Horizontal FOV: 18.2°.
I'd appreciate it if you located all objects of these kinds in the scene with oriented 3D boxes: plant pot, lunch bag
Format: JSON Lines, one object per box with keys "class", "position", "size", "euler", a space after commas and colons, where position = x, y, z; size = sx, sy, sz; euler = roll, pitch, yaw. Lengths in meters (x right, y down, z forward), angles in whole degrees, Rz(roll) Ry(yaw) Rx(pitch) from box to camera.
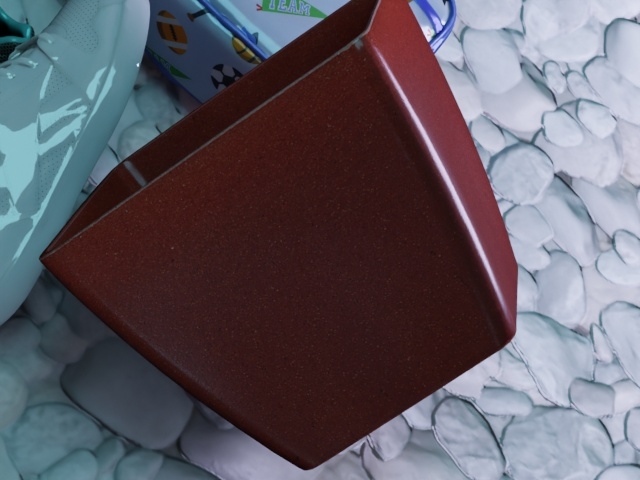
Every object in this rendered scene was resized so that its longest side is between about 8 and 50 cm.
{"class": "plant pot", "position": [0.000, 0.000, 1.412], "size": [0.236, 0.267, 0.267], "euler": [54, 14, -9]}
{"class": "lunch bag", "position": [-0.044, -0.225, 1.640], "size": [0.303, 0.115, 0.243], "euler": [46, 53, -6]}

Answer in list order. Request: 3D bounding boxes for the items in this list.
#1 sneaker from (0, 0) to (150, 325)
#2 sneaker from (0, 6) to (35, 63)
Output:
{"class": "sneaker", "position": [-0.242, -0.103, 1.440], "size": [0.169, 0.108, 0.292], "euler": [33, 63, -25]}
{"class": "sneaker", "position": [-0.285, -0.181, 1.546], "size": [0.166, 0.076, 0.065], "euler": [35, 50, 0]}
